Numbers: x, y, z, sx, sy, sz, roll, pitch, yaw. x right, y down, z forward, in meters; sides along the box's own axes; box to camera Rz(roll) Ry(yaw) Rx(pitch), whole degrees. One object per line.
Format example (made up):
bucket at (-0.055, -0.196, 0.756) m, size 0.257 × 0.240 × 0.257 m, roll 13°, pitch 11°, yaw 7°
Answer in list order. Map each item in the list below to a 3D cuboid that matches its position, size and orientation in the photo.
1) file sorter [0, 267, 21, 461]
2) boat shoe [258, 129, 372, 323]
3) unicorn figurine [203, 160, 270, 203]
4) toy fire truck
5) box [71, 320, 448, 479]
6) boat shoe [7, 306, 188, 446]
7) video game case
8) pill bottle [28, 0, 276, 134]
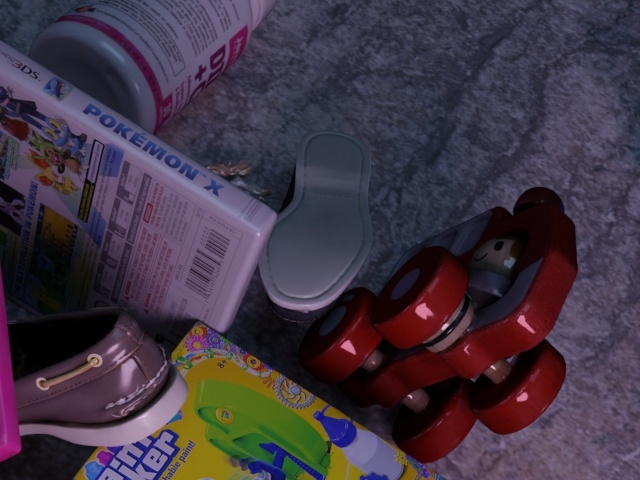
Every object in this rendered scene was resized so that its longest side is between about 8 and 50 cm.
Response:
file sorter at (-0.415, 0.106, 1.116) m, size 0.182 × 0.290 × 0.202 m, roll 39°, pitch 30°, yaw -51°
boat shoe at (0.000, 0.000, 1.471) m, size 0.114 × 0.091 × 0.302 m, roll 13°, pitch 36°, yaw 6°
unicorn figurine at (-0.108, -0.022, 1.517) m, size 0.111 × 0.060 × 0.162 m, roll 6°, pitch 37°, yaw -16°
toy fire truck at (0.136, 0.057, 1.394) m, size 0.169 × 0.302 × 0.254 m, roll 41°, pitch 53°, yaw -15°
box at (-0.083, 0.280, 1.215) m, size 0.279 × 0.177 × 0.290 m, roll 31°, pitch 50°, yaw 5°
boat shoe at (-0.264, 0.112, 1.206) m, size 0.324 × 0.097 × 0.116 m, roll -5°, pitch 34°, yaw 33°
video game case at (-0.206, -0.005, 1.282) m, size 0.300 × 0.329 × 0.036 m, roll 32°, pitch 54°, yaw 4°
pill bottle at (-0.176, -0.232, 1.576) m, size 0.160 × 0.160 × 0.283 m, roll 35°, pitch 51°, yaw 7°
